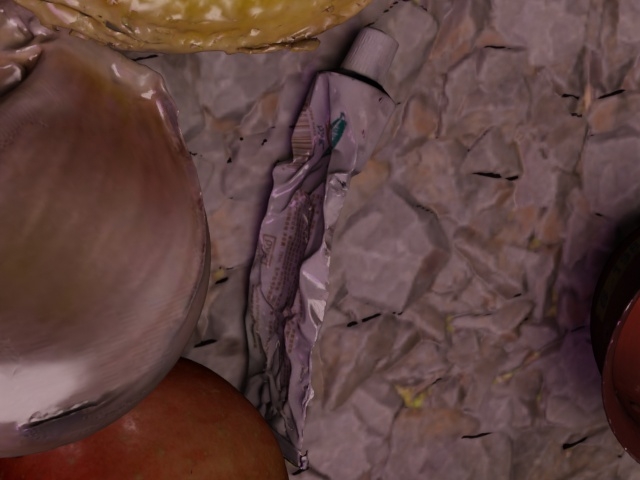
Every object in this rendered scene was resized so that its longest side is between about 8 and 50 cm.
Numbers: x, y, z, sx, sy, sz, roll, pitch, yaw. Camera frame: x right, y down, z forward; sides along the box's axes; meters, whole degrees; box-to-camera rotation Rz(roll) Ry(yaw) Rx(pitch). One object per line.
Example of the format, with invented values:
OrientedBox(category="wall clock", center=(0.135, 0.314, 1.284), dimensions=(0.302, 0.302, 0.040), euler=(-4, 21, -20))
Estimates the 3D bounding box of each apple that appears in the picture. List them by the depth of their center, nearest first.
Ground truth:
OrientedBox(category="apple", center=(-0.113, 0.145, 1.085), dimensions=(0.168, 0.181, 0.181), euler=(-22, 115, -41))

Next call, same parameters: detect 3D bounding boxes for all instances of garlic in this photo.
OrientedBox(category="garlic", center=(-0.184, -0.013, 0.971), dimensions=(0.292, 0.210, 0.237), euler=(-61, 138, -21))

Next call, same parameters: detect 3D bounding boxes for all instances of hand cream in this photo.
OrientedBox(category="hand cream", center=(-0.003, -0.001, 1.146), dimensions=(0.050, 0.084, 0.257), euler=(14, 95, -35))

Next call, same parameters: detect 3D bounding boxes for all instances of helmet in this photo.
OrientedBox(category="helmet", center=(0.230, 0.053, 1.248), dimensions=(0.155, 0.106, 0.175), euler=(17, 100, -25))

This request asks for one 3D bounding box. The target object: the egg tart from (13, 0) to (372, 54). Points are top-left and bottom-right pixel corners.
OrientedBox(category="egg tart", center=(-0.081, -0.235, 0.993), dimensions=(0.315, 0.120, 0.315), euler=(3, 83, -23))
